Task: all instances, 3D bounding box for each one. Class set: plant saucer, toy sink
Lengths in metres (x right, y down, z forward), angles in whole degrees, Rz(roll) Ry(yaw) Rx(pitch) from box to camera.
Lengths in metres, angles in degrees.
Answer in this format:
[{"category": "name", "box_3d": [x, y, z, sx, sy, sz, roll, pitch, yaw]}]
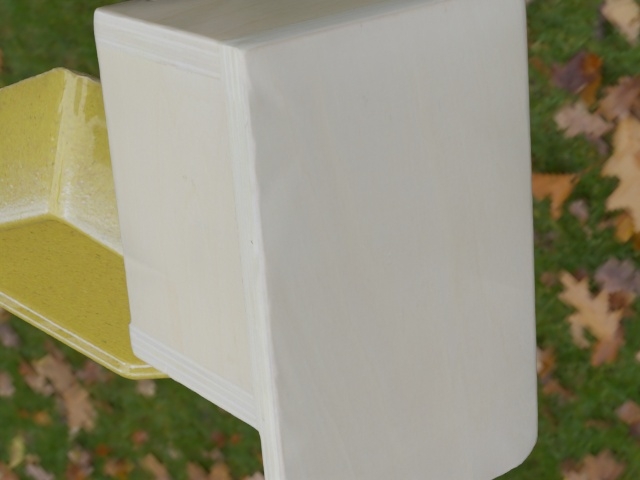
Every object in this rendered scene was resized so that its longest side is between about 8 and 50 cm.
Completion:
[{"category": "plant saucer", "box_3d": [-0.155, 0.017, 1.148, 0.332, 0.081, 0.333, 34, 154, -32]}, {"category": "toy sink", "box_3d": [0.000, 0.000, 0.700, 0.131, 0.152, 0.234, 21, 124, 50]}]
